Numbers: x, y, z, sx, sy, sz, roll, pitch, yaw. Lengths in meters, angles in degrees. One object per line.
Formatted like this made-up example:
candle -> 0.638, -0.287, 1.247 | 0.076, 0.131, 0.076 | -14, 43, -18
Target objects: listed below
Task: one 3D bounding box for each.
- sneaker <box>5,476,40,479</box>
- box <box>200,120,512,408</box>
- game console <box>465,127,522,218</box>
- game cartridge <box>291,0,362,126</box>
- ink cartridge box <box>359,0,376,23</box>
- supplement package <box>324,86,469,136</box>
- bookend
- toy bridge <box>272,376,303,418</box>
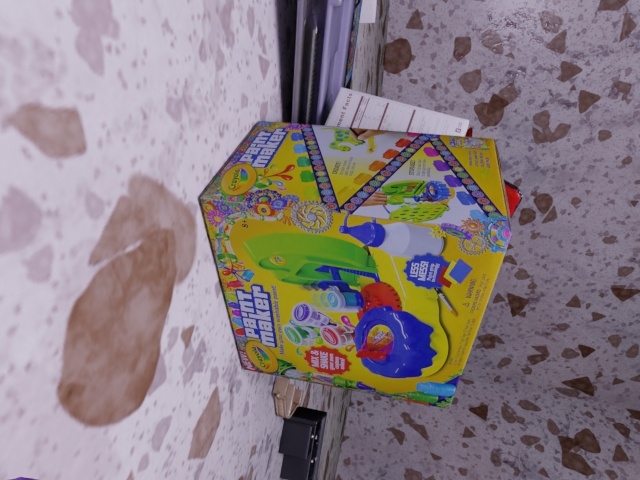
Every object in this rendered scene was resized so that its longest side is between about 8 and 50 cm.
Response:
sneaker -> -0.132, 0.203, 0.207 | 0.282, 0.102, 0.160 | 71, 25, -67
box -> 0.044, 0.031, 0.519 | 0.176, 0.280, 0.289 | -70, 163, -47
game console -> 0.211, -0.057, 0.576 | 0.085, 0.124, 0.143 | -33, 149, -30
game cartridge -> 0.012, -0.268, 0.643 | 0.230, 0.068, 0.354 | -65, 167, -46
ink cartridge box -> 0.075, -0.489, 0.816 | 0.180, 0.060, 0.104 | -90, 179, -49
supplement package -> 0.097, -0.125, 0.595 | 0.105, 0.180, 0.105 | 60, 49, -75
bookend -> -0.043, 0.458, 0.918 | 0.157, 0.073, 0.156 | 61, 38, -72
toy bridge -> -0.066, 0.313, 0.821 | 0.188, 0.026, 0.063 | 75, 26, -64
